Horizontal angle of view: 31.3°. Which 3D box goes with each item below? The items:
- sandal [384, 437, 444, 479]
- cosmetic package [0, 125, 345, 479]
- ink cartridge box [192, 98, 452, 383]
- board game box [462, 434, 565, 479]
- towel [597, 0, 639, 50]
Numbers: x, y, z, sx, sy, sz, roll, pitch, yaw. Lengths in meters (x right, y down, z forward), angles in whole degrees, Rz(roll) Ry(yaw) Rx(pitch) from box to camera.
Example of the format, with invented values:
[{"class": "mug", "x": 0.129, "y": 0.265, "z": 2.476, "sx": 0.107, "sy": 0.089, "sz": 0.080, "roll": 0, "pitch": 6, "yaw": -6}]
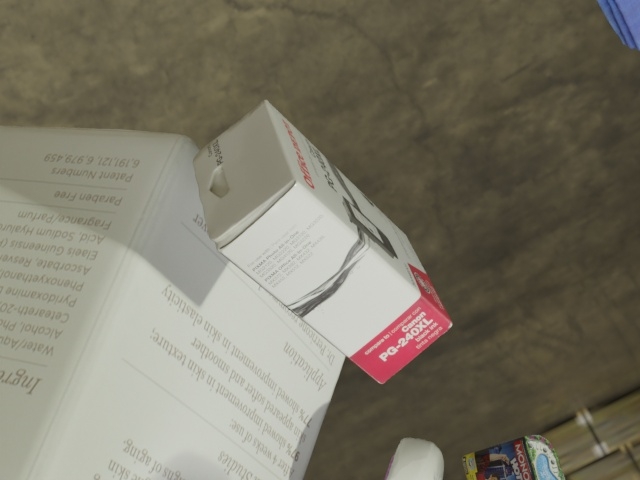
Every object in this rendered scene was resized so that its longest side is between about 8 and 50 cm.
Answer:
[{"class": "sandal", "x": 0.013, "y": 0.361, "z": 0.988, "sx": 0.169, "sy": 0.102, "sz": 0.416, "roll": 1, "pitch": 105, "yaw": -77}, {"class": "cosmetic package", "x": -0.225, "y": 0.151, "z": 0.955, "sx": 0.327, "sy": 0.393, "sz": 0.329, "roll": 6, "pitch": 153, "yaw": 31}, {"class": "ink cartridge box", "x": 0.000, "y": 0.000, "z": 0.696, "sx": 0.063, "sy": 0.109, "sz": 0.150, "roll": -40, "pitch": 123, "yaw": 12}, {"class": "board game box", "x": 0.268, "y": 0.337, "z": 1.392, "sx": 0.060, "sy": 0.194, "sz": 0.194, "roll": -5, "pitch": 164, "yaw": -29}, {"class": "towel", "x": 0.342, "y": -0.200, "z": 0.729, "sx": 0.336, "sy": 0.040, "sz": 0.243, "roll": -13, "pitch": 167, "yaw": 21}]
